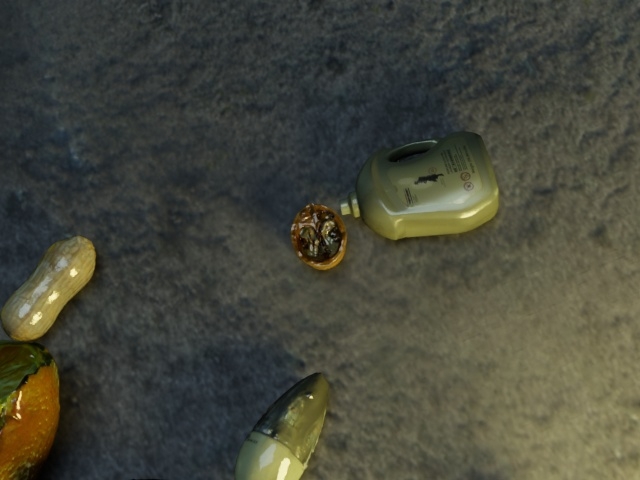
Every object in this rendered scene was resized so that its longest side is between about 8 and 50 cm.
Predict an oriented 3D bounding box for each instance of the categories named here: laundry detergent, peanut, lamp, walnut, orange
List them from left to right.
[{"bbox_3d":[-0.527,0.295,1.326,0.262,0.196,0.335,2,53,16],"label":"orange"},{"bbox_3d":[-0.451,0.078,1.484,0.087,0.087,0.207,29,73,21],"label":"peanut"},{"bbox_3d":[-0.059,0.302,1.307,0.101,0.101,0.250,26,64,19],"label":"lamp"},{"bbox_3d":[0.000,0.000,1.468,0.091,0.052,0.121,-15,61,3],"label":"walnut"},{"bbox_3d":[0.155,-0.085,1.462,0.253,0.091,0.181,-12,62,3],"label":"laundry detergent"}]

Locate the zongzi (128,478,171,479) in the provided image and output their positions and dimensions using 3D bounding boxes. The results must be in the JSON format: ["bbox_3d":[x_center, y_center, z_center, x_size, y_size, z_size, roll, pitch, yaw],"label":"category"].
[{"bbox_3d":[-0.217,0.378,1.241,0.204,0.205,0.094,-6,74,2],"label":"zongzi"}]
